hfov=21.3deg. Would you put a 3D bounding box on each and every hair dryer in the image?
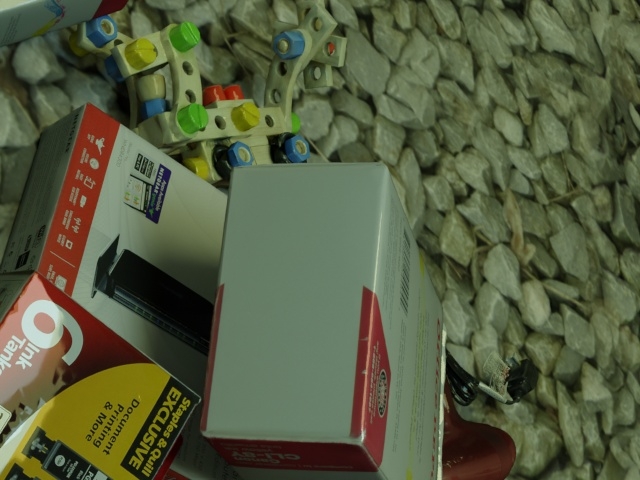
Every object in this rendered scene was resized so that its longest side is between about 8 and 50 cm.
[{"bbox_3d":[0.142,0.206,2.047,0.223,0.080,0.293,34,42,-10],"label":"hair dryer"}]

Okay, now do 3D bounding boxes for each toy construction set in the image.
[{"bbox_3d":[-0.110,-0.164,1.898,0.327,0.151,0.215,-14,81,-38],"label":"toy construction set"}]

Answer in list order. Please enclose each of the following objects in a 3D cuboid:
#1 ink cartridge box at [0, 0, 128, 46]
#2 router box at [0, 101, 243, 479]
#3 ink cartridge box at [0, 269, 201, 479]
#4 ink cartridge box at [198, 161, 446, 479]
[{"bbox_3d":[-0.291,-0.284,1.721,0.176,0.127,0.128,-21,86,-21],"label":"ink cartridge box"},{"bbox_3d":[-0.182,0.075,1.736,0.301,0.082,0.335,34,49,-31],"label":"router box"},{"bbox_3d":[-0.253,0.227,1.478,0.272,0.130,0.309,40,66,-27],"label":"ink cartridge box"},{"bbox_3d":[0.017,0.128,1.715,0.385,0.160,0.279,61,30,-62],"label":"ink cartridge box"}]
